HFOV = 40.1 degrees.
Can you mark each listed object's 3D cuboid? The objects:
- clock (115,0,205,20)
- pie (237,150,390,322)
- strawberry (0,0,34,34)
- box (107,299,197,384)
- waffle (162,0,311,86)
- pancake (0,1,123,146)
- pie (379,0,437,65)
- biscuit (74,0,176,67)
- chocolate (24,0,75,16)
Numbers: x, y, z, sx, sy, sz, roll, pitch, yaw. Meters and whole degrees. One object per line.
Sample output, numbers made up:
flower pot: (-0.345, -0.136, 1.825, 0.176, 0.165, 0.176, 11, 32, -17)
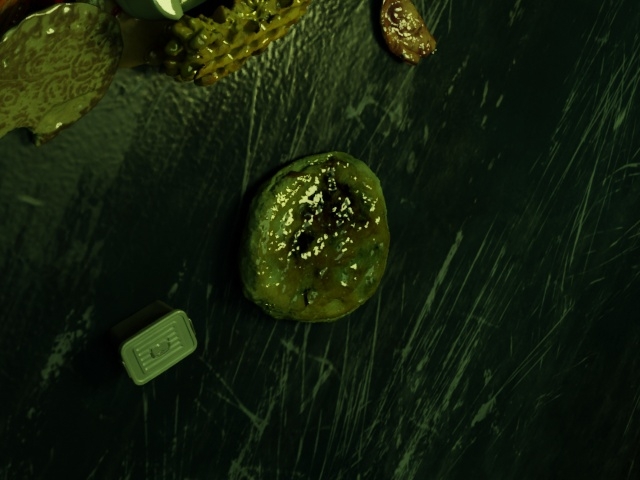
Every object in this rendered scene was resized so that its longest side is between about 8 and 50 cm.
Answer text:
clock: (-0.144, -0.444, 1.105, 0.324, 0.109, 0.265, -35, 122, -33)
pie: (0.000, 0.000, 1.456, 0.323, 0.070, 0.323, -15, 116, -34)
strawberry: (-0.392, -0.264, 1.006, 0.085, 0.140, 0.192, 29, 110, -4)
box: (-0.256, 0.148, 1.315, 0.122, 0.069, 0.084, -32, 127, -24)
waffle: (-0.081, -0.299, 1.157, 0.293, 0.260, 0.069, -39, 91, -6)
pancake: (-0.328, -0.197, 1.061, 0.212, 0.029, 0.235, -51, 165, 8)
pie: (0.140, -0.350, 1.441, 0.092, 0.034, 0.170, -56, 132, -11)
biscuit: (-0.271, -0.329, 1.124, 0.184, 0.035, 0.248, -36, 127, -21)
chocolate: (-0.352, -0.223, 1.070, 0.182, 0.028, 0.086, -58, 167, 14)
